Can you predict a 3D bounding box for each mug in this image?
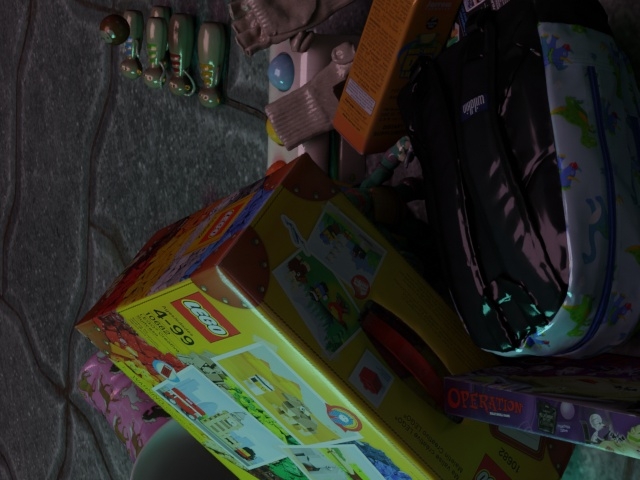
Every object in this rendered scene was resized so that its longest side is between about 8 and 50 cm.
[{"bbox_3d":[-0.157,0.428,1.779,0.328,0.276,0.374,84,167,-50],"label":"mug"}]

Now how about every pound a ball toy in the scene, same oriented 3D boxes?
[{"bbox_3d":[-0.043,-0.155,1.651,0.208,0.135,0.319,19,110,53],"label":"pound a ball toy"}]

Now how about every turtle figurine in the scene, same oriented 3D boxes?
[{"bbox_3d":[0.093,-0.044,1.377,0.118,0.234,0.175,1,90,33],"label":"turtle figurine"}]

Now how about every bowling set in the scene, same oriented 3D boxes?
[{"bbox_3d":[-0.314,-0.336,1.974,0.287,0.199,0.154,31,121,54],"label":"bowling set"}]

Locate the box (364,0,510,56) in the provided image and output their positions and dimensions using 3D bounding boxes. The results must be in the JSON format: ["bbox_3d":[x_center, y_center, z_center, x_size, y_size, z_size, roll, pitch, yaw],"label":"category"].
[{"bbox_3d":[0.161,-0.363,1.375,0.293,0.073,0.296,-27,74,55],"label":"box"}]

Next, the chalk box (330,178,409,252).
[{"bbox_3d":[0.000,0.000,1.513,0.132,0.213,0.132,-92,19,-52],"label":"chalk box"}]

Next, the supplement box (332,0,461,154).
[{"bbox_3d":[0.094,-0.225,1.372,0.080,0.078,0.233,49,135,38],"label":"supplement box"}]

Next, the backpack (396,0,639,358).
[{"bbox_3d":[0.240,-0.046,1.183,0.290,0.273,0.356,-37,44,49],"label":"backpack"}]

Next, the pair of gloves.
[{"bbox_3d":[-0.004,-0.267,1.507,0.042,0.204,0.240,-113,1,-81],"label":"pair of gloves"}]

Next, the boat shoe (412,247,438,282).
[{"bbox_3d":[0.126,0.057,1.523,0.049,0.042,0.133,52,144,18],"label":"boat shoe"}]

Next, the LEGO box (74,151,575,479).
[{"bbox_3d":[0.001,0.176,1.339,0.500,0.193,0.372,46,145,-16],"label":"LEGO box"}]

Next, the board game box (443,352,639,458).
[{"bbox_3d":[0.316,0.164,1.112,0.346,0.208,0.056,2,94,55],"label":"board game box"}]

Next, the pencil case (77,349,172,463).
[{"bbox_3d":[-0.346,0.363,2.162,0.386,0.167,0.160,45,162,43],"label":"pencil case"}]

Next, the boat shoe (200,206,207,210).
[{"bbox_3d":[-0.185,0.040,1.940,0.070,0.077,0.219,-56,49,45],"label":"boat shoe"}]
